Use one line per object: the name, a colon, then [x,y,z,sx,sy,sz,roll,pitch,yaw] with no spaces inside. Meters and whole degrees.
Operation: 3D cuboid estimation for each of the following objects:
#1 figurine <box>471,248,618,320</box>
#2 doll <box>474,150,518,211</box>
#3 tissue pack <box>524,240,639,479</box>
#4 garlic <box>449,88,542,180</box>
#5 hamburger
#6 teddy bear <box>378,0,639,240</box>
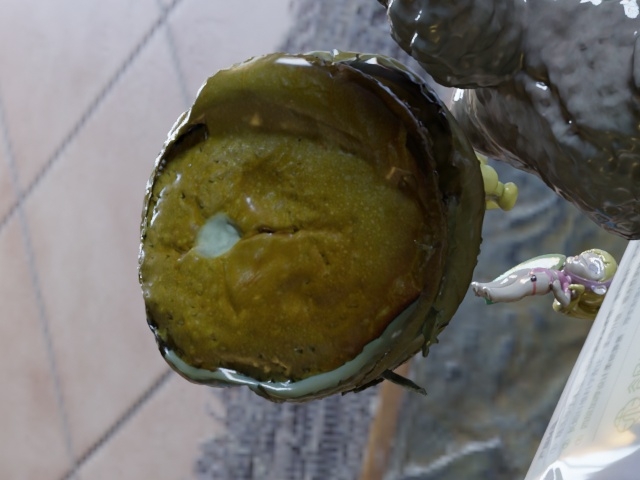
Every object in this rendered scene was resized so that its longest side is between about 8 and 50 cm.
figurine: [0.252,0.053,1.822,0.083,0.187,0.083,22,115,60]
doll: [0.021,-0.068,1.295,0.291,0.117,0.086,12,84,38]
tissue pack: [0.329,0.089,1.223,0.266,0.194,0.356,-25,30,54]
garlic: [0.161,-0.082,1.041,0.159,0.147,0.102,26,87,55]
hamburger: [0.000,0.000,0.813,0.177,0.113,0.185,-40,77,13]
teddy bear: [0.117,-0.121,0.723,0.267,0.236,0.151,56,146,21]
